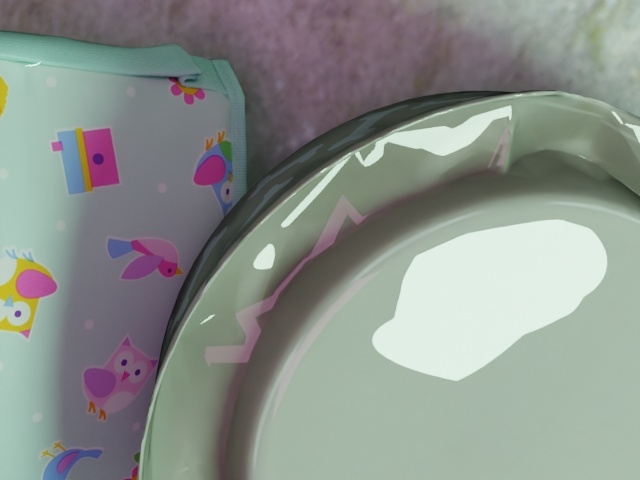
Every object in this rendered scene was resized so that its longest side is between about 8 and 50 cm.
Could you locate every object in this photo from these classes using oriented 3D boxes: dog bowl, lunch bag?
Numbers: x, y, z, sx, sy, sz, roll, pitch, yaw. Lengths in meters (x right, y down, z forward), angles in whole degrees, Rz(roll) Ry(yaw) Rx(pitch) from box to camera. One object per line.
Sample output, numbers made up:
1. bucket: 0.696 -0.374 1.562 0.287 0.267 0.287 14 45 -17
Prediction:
1. dog bowl: 0.078 0.087 0.610 0.348 0.102 0.349 -5 111 -14
2. lunch bag: -0.164 0.020 0.620 0.223 0.160 0.262 2 113 -36
